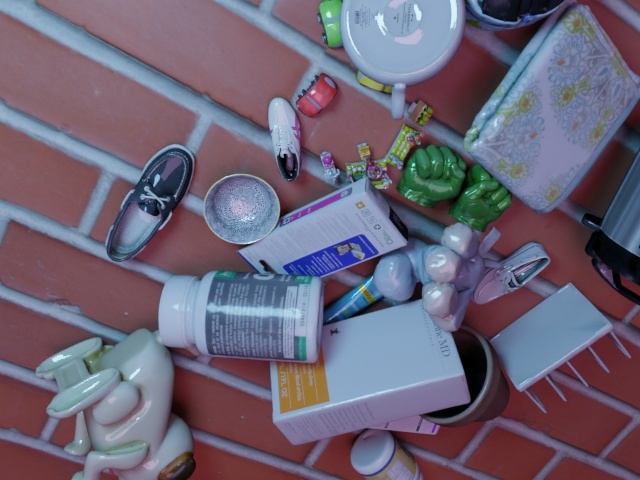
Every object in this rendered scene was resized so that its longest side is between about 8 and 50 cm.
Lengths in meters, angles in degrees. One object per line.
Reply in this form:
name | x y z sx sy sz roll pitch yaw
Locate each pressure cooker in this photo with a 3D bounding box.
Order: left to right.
pressure cooker | 0.851 -0.021 1.289 0.375 0.370 0.421 9 115 -22

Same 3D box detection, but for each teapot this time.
teapot | 0.157 -0.412 1.103 0.256 0.187 0.252 -44 93 11

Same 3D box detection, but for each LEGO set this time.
LEGO set | 0.147 -0.190 1.268 0.286 0.107 0.132 -27 115 6

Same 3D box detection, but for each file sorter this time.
file sorter | 0.635 0.296 1.511 0.277 0.193 0.173 -39 117 12

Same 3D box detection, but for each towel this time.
towel | 0.508 -0.276 1.229 0.320 0.090 0.375 30 98 -33

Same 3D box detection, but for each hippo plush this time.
hippo plush | 0.247 0.042 1.318 0.294 0.236 0.234 -47 137 -32

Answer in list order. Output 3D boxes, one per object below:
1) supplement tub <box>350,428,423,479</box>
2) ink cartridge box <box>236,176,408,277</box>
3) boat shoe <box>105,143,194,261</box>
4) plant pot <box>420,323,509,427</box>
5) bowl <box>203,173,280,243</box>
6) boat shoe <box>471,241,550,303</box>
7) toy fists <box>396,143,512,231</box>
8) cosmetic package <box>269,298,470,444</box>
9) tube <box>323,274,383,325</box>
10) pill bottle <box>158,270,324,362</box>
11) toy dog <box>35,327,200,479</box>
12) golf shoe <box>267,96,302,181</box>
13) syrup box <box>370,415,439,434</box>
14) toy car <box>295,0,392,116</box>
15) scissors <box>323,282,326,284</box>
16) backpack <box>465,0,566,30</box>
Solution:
supplement tub | 0.196 0.658 1.654 0.144 0.144 0.200 -36 114 10
ink cartridge box | 0.000 0.000 1.316 0.370 0.069 0.176 -24 125 27
boat shoe | -0.380 -0.076 1.268 0.114 0.091 0.303 28 109 -18
plant pot | 0.387 0.378 1.513 0.263 0.263 0.229 -45 131 14
bowl | -0.179 -0.084 1.295 0.170 0.080 0.170 -3 115 -6
boat shoe | 0.484 0.092 1.458 0.083 0.076 0.226 40 105 -21
toy fists | 0.322 -0.125 1.326 0.279 0.096 0.142 22 111 -15
cosmetic package | 0.111 0.321 1.396 0.452 0.230 0.162 -17 137 7
tube | 0.083 0.162 1.464 0.207 0.052 0.080 -35 131 6
pill bottle | -0.177 0.175 1.331 0.360 0.204 0.204 3 115 4
toy dog | -0.468 0.443 1.437 0.395 0.284 0.408 -32 119 -32
golf shoe | -0.073 -0.219 1.241 0.067 0.086 0.186 -11 115 0
syrup box | 0.219 0.472 1.597 0.236 0.093 0.096 10 113 -11
toy car | 0.044 -0.389 1.191 0.238 0.053 0.225 -16 116 1
scissors | -0.105 0.208 1.444 0.296 0.109 0.021 -22 157 1
backpack | 0.357 -0.578 1.050 0.289 0.273 0.356 -9 94 -5
